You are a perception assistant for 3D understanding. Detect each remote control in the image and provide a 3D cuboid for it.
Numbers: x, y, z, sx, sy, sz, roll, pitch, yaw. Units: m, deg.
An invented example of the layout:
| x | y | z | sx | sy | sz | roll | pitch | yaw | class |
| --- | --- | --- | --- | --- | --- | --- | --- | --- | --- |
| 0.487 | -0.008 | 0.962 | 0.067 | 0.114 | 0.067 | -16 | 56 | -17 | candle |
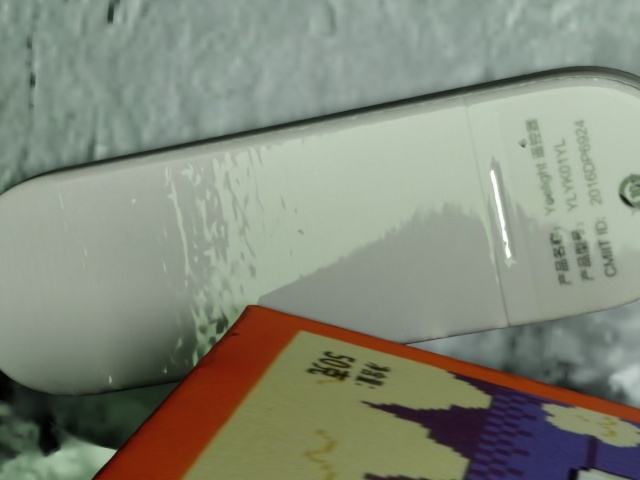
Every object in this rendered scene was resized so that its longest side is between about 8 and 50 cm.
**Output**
| x | y | z | sx | sy | sz | roll | pitch | yaw | class |
| --- | --- | --- | --- | --- | --- | --- | --- | --- | --- |
| 0.000 | 0.000 | 0.601 | 0.245 | 0.022 | 0.077 | -11 | 99 | 14 | remote control |

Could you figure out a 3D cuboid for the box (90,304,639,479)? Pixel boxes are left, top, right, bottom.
| x | y | z | sx | sy | sz | roll | pitch | yaw | class |
| --- | --- | --- | --- | --- | --- | --- | --- | --- | --- |
| 0.032 | 0.230 | 0.455 | 0.257 | 0.348 | 0.318 | 16 | 103 | 7 | box |
